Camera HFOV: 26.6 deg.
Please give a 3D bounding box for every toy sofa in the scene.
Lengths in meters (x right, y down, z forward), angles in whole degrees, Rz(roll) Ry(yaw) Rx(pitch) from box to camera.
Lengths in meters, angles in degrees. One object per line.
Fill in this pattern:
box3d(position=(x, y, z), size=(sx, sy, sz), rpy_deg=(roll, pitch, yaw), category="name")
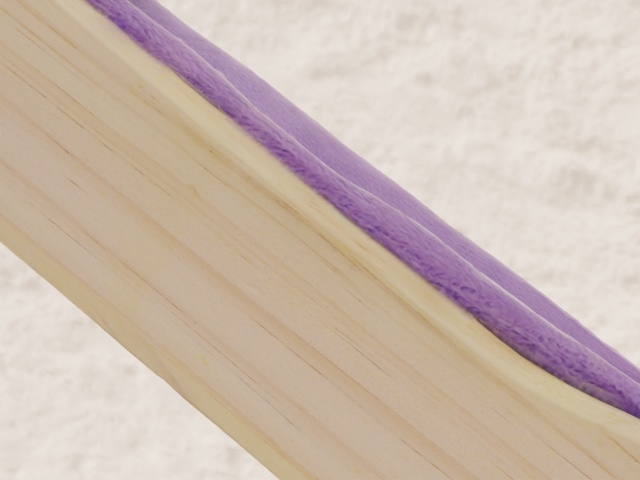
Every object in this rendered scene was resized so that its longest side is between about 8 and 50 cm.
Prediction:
box3d(position=(0.000, 0.000, 0.520), size=(0.362, 0.150, 0.177), rpy_deg=(38, 133, 11), category="toy sofa")
